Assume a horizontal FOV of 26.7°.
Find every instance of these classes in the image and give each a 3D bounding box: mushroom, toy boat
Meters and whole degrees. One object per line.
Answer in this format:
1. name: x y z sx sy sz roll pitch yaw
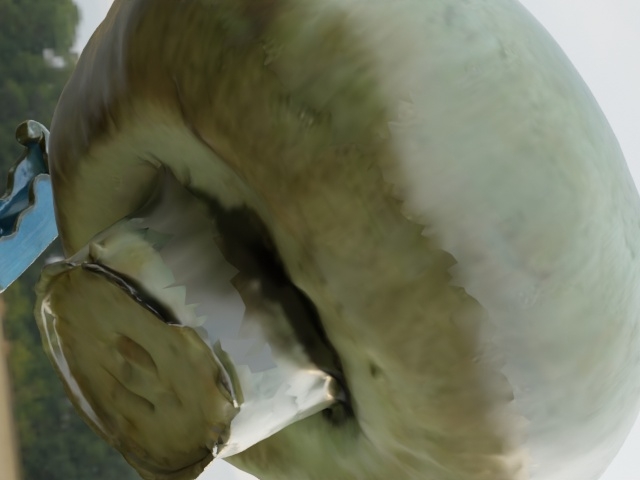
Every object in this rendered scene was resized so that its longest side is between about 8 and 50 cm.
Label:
1. mushroom: 0.000 0.000 0.677 0.352 0.260 0.352 33 -39 31
2. toy boat: -0.259 -0.027 1.100 0.077 0.075 0.185 59 36 -22
